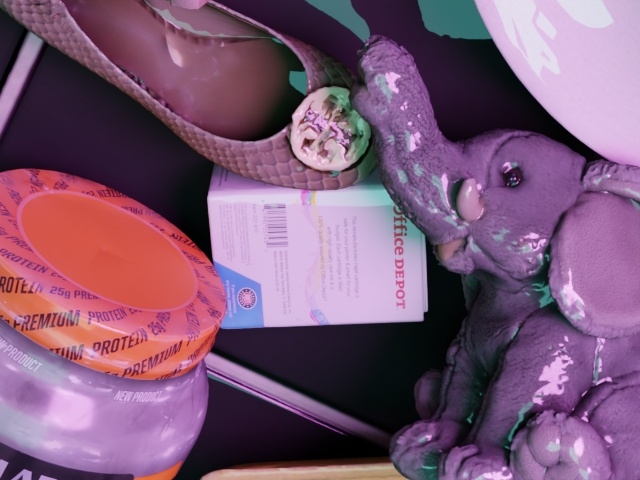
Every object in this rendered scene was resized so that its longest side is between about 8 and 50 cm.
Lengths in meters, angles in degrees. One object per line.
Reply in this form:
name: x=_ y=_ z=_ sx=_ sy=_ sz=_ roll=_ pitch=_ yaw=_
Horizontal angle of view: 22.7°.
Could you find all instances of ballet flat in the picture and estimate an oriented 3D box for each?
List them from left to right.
ballet flat: x=-0.075 y=-0.104 z=0.859 sx=0.249 sy=0.058 sz=0.084 roll=32 pitch=85 yaw=-5

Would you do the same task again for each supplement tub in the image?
supplement tub: x=-0.189 y=0.128 z=0.919 sx=0.193 sy=0.193 sz=0.316 roll=25 pitch=114 yaw=-10

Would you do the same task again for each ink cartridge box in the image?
ink cartridge box: x=0.000 y=0.000 z=0.929 sx=0.122 sy=0.052 sz=0.089 roll=-2 pitch=116 yaw=3

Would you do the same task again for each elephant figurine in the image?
elephant figurine: x=0.121 y=0.015 z=0.864 sx=0.169 sy=0.186 sz=0.240 roll=3 pitch=93 yaw=25

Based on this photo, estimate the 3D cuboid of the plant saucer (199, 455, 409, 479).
plant saucer: x=0.100 y=0.261 z=1.037 sx=0.332 sy=0.081 sz=0.333 roll=-3 pitch=115 yaw=2

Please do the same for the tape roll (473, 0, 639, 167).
tape roll: x=0.255 y=-0.203 z=0.814 sx=0.392 sy=0.072 sz=0.392 roll=0 pitch=116 yaw=1

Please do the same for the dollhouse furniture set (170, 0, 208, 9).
dollhouse furniture set: x=-0.108 y=-0.280 z=0.692 sx=0.198 sy=0.286 sz=0.303 roll=10 pitch=107 yaw=4
